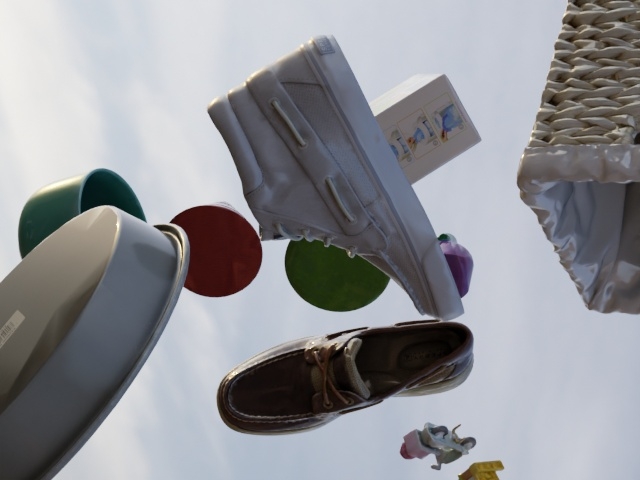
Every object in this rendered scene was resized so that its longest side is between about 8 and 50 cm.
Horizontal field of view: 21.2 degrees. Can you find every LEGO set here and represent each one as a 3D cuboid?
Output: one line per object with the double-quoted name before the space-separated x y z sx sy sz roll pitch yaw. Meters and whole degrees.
"LEGO set" 0.149 0.335 1.784 0.107 0.132 0.287 -44 -143 33

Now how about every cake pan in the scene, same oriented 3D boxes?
"cake pan" -0.215 0.088 1.267 0.054 0.293 0.293 41 -12 -20

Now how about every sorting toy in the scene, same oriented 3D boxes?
"sorting toy" 0.000 0.000 2.043 0.126 0.365 0.127 -83 178 -63

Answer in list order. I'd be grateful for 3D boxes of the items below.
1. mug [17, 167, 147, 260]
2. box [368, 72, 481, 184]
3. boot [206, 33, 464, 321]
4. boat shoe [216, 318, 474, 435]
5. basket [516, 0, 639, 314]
"mug" -0.245 0.013 1.750 0.129 0.097 0.158 0 77 -65
"box" 0.084 -0.122 2.206 0.103 0.203 0.114 60 -11 -13
"boot" 0.010 -0.026 1.336 0.258 0.123 0.095 61 3 -20
"boat shoe" 0.033 0.164 2.189 0.123 0.342 0.123 92 -12 -73
"basket" 0.422 -0.097 1.855 0.328 0.266 0.331 1 -27 25
